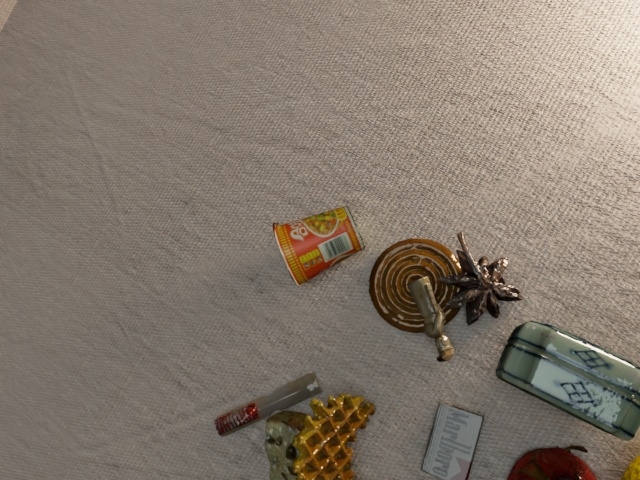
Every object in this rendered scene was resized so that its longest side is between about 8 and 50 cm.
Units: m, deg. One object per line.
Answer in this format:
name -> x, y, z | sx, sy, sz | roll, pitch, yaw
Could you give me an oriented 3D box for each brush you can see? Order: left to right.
brush -> -0.152, 0.455, 1.428 | 0.321, 0.050, 0.060 | -27, 71, 8

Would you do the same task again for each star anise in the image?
star anise -> 0.401, 0.099, 1.311 | 0.231, 0.089, 0.209 | 44, 76, -8

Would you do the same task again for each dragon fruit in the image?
dragon fruit -> 0.538, 0.591, 1.165 | 0.223, 0.148, 0.218 | -22, 74, 9

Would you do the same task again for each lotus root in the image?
lotus root -> -0.056, 0.559, 1.344 | 0.138, 0.119, 0.235 | -20, 74, 15

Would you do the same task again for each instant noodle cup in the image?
instant noodle cup -> 0.000, 0.000, 1.412 | 0.212, 0.193, 0.193 | -23, 75, 2

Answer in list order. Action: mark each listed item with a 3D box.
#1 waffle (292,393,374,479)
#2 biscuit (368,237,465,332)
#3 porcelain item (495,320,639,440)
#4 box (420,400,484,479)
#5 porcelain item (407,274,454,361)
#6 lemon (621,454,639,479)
waffle -> 0.029, 0.528, 1.277 | 0.069, 0.259, 0.293 | -11, 71, 48
biscuit -> 0.256, 0.118, 1.386 | 0.262, 0.037, 0.262 | -2, 80, 14
porcelain item -> 0.550, 0.298, 1.146 | 0.281, 0.286, 0.157 | 26, 85, 19
box -> 0.330, 0.506, 1.295 | 0.115, 0.036, 0.178 | 16, 84, 17
porcelain item -> 0.285, 0.199, 1.311 | 0.054, 0.084, 0.213 | -17, 79, -18
lemon -> 0.777, 0.552, 1.032 | 0.336, 0.336, 0.336 | -3, 79, 14
